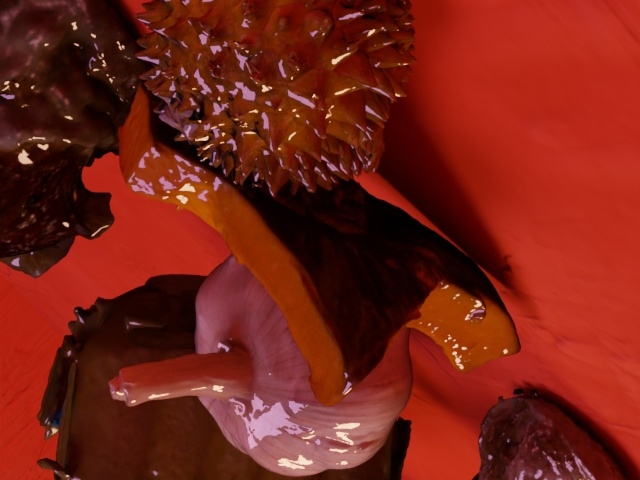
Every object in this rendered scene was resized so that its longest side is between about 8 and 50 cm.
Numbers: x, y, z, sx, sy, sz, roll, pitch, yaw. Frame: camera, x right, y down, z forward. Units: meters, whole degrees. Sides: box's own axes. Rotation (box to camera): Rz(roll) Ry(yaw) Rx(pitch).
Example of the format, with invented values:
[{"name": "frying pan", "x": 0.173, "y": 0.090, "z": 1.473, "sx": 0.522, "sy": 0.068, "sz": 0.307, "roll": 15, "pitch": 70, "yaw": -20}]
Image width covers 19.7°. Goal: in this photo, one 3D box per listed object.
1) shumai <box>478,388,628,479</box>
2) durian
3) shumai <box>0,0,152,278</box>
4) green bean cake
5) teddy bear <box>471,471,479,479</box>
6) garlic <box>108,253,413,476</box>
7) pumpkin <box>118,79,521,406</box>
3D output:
[{"name": "shumai", "x": 0.154, "y": 0.190, "z": 1.331, "sx": 0.145, "sy": 0.116, "sz": 0.145, "roll": 43, "pitch": 167, "yaw": 12}, {"name": "durian", "x": -0.037, "y": -0.106, "z": 0.995, "sx": 0.183, "sy": 0.138, "sz": 0.250, "roll": 34, "pitch": 171, "yaw": 6}, {"name": "shumai", "x": -0.299, "y": -0.092, "z": 1.423, "sx": 0.292, "sy": 0.288, "sz": 0.330, "roll": 40, "pitch": 167, "yaw": 18}, {"name": "green bean cake", "x": -0.091, "y": 0.138, "z": 1.607, "sx": 0.310, "sy": 0.202, "sz": 0.285, "roll": 11, "pitch": 174, "yaw": -12}, {"name": "teddy bear", "x": 0.112, "y": 0.254, "z": 1.490, "sx": 0.171, "sy": 0.251, "sz": 0.144, "roll": 5, "pitch": 102, "yaw": 36}, {"name": "garlic", "x": -0.054, "y": 0.084, "z": 1.363, "sx": 0.199, "sy": 0.226, "sz": 0.199, "roll": 8, "pitch": 100, "yaw": 50}, {"name": "pumpkin", "x": -0.021, "y": -0.012, "z": 1.159, "sx": 0.290, "sy": 0.095, "sz": 0.258, "roll": 38, "pitch": -166, "yaw": 23}]
